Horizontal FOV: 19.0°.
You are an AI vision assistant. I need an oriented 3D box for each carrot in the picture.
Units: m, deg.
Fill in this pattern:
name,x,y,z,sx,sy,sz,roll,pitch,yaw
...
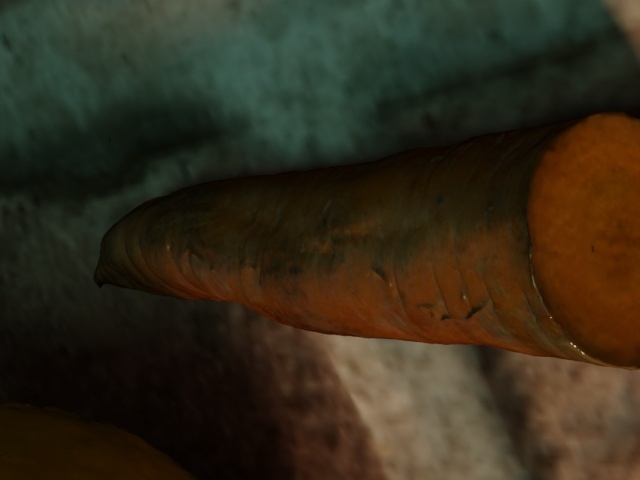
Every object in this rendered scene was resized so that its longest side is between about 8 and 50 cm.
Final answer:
name,x,y,z,sx,sy,sz,roll,pitch,yaw
carrot,0.000,0.000,0.503,0.224,0.057,0.057,0,114,52

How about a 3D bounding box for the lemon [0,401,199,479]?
name,x,y,z,sx,sy,sz,roll,pitch,yaw
lemon,-0.117,0.183,0.561,0.293,0.293,0.293,25,130,34
